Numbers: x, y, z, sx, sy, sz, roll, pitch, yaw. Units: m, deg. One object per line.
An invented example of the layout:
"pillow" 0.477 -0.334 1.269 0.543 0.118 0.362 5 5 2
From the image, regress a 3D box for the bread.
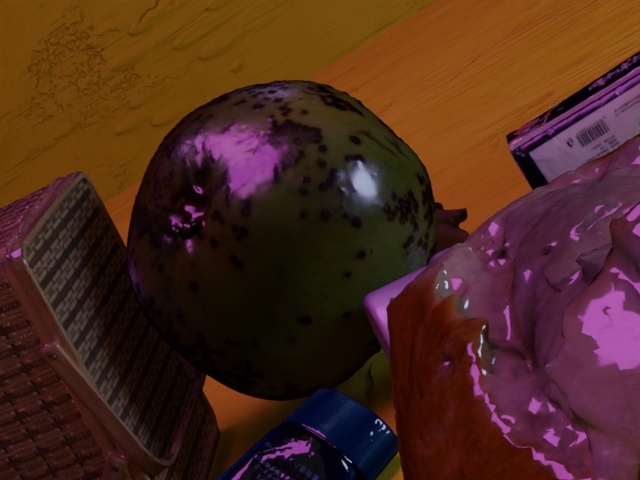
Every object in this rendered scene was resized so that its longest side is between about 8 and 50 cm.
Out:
"bread" 0.152 0.100 0.561 0.225 0.279 0.250 -17 12 -9

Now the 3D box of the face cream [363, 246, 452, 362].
"face cream" 0.172 0.023 1.123 0.274 0.096 0.154 -27 3 -3

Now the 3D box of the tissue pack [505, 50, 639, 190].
"tissue pack" 0.258 -0.090 1.229 0.170 0.103 0.090 -31 7 14

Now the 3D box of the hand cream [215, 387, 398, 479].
"hand cream" -0.057 0.220 1.033 0.120 0.061 0.270 28 58 33

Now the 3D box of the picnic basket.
"picnic basket" -0.223 0.125 1.254 0.175 0.313 0.228 -22 16 13

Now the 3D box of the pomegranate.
"pomegranate" 0.000 0.000 1.275 0.285 0.285 0.341 -23 -20 40
